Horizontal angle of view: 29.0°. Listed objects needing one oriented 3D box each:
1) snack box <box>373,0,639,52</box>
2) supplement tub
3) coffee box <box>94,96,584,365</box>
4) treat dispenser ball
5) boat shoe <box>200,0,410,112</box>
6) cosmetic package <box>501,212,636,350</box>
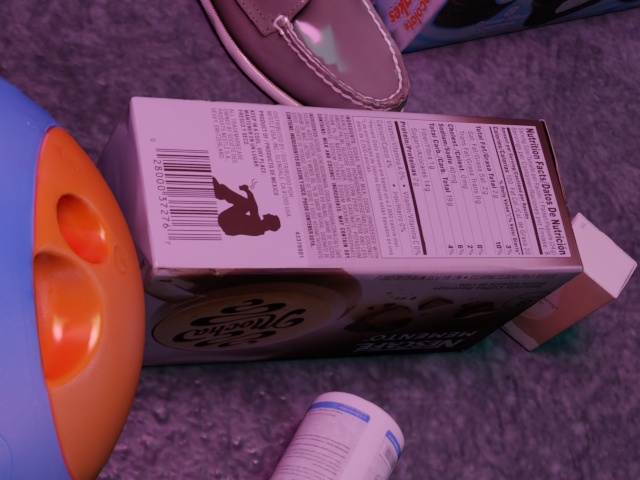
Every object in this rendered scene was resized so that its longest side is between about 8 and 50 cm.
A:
[{"bbox_3d":[0.221,-0.253,1.049,0.322,0.187,0.060,-16,73,-31],"label":"snack box"},{"bbox_3d":[0.004,0.159,0.807,0.071,0.071,0.107,36,56,-5],"label":"supplement tub"},{"bbox_3d":[0.000,0.000,0.827,0.297,0.168,0.119,0,65,-26],"label":"coffee box"},{"bbox_3d":[-0.232,0.042,0.620,0.288,0.288,0.288,11,61,-20],"label":"treat dispenser ball"},{"bbox_3d":[-0.037,-0.221,0.963,0.116,0.097,0.324,-33,82,-34],"label":"boat shoe"},{"bbox_3d":[0.174,0.033,0.924,0.060,0.115,0.041,40,55,-2],"label":"cosmetic package"}]
